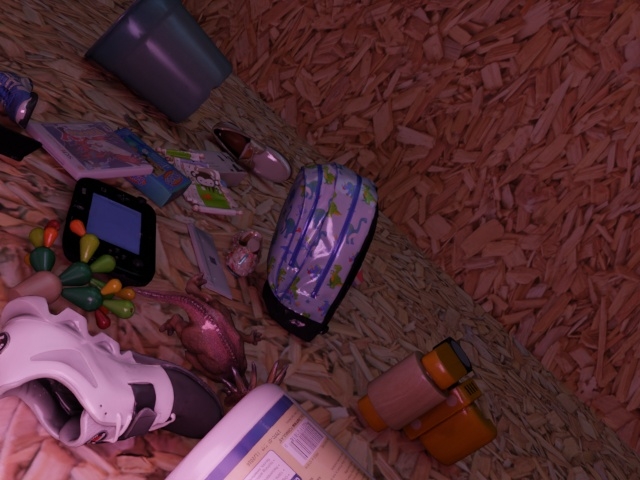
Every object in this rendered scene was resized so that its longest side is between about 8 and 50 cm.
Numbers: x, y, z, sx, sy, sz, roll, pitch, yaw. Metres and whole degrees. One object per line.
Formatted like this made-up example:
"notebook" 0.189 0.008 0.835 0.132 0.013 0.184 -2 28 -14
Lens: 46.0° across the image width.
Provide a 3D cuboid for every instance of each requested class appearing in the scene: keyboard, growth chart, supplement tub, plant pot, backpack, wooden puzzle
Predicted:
"keyboard" -0.246 0.041 1.662 0.072 0.014 0.256 37 14 -34
"growth chart" -0.306 -0.150 1.939 0.172 0.021 0.237 -4 52 -48
"supplement tub" -0.025 0.349 0.882 0.316 0.228 0.228 43 15 8
"plant pot" -0.466 -0.555 2.275 0.334 0.341 0.341 44 13 -19
"backpack" 0.000 0.000 1.722 0.273 0.355 0.290 38 15 -9
"wooden puzzle" -0.507 -0.318 2.050 0.049 0.006 0.083 20 25 -54

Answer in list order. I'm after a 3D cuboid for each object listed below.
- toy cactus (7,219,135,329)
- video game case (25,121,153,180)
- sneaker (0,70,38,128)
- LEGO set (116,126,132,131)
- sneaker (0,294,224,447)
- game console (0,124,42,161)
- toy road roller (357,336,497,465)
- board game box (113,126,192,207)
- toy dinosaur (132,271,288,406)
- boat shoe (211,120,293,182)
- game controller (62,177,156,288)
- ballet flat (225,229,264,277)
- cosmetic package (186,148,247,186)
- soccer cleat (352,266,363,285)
"toy cactus" -0.384 0.061 1.123 0.219 0.112 0.180 46 34 10
"video game case" -0.482 -0.192 1.587 0.183 0.023 0.201 41 27 22
"sneaker" -0.631 -0.290 1.538 0.081 0.080 0.211 22 14 -37
"LEGO set" -0.496 -0.261 1.896 0.054 0.023 0.083 42 27 12
"sneaker" -0.266 0.210 0.950 0.330 0.122 0.146 33 34 -31
"game console" -0.586 -0.200 1.374 0.122 0.071 0.107 26 21 -47
"toy road roller" 0.252 0.364 1.629 0.240 0.202 0.329 57 17 15
"board game box" -0.417 -0.175 1.774 0.210 0.047 0.160 40 16 -2
"toy dinosaur" -0.155 0.165 1.175 0.296 0.127 0.200 55 -10 -26
"boat shoe" -0.231 -0.284 2.476 0.302 0.113 0.103 32 15 8
"game controller" -0.383 -0.023 1.385 0.166 0.067 0.319 34 15 -25
"ballet flat" -0.168 0.019 1.792 0.091 0.077 0.241 37 14 -13
"cosmetic package" -0.300 -0.205 2.141 0.099 0.060 0.239 42 15 9
"soccer cleat" 0.066 0.033 2.340 0.116 0.108 0.318 57 6 -23
